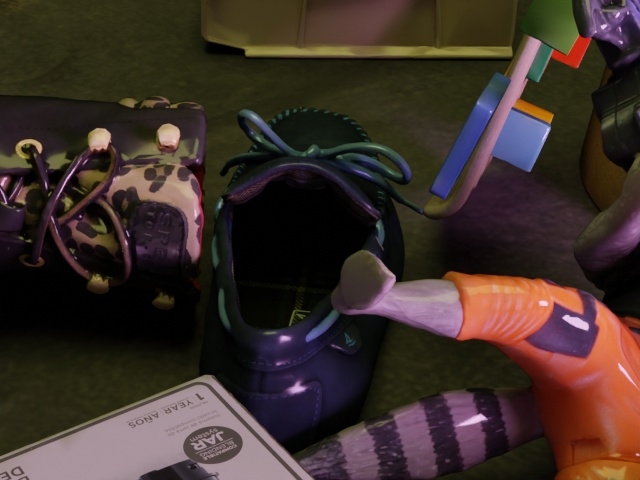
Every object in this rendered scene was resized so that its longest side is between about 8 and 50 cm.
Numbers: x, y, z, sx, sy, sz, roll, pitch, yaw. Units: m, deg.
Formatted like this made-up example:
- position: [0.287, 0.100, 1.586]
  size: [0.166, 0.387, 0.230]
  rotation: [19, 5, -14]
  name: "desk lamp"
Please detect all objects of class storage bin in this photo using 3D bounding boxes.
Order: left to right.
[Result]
- position: [0.033, -0.268, 1.356]
  size: [0.261, 0.123, 0.262]
  rotation: [1, 34, -1]
  name: "storage bin"

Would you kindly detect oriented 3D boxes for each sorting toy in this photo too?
- position: [0.139, -0.101, 1.023]
  size: [0.047, 0.196, 0.348]
  rotation: [29, 13, 4]
  name: "sorting toy"

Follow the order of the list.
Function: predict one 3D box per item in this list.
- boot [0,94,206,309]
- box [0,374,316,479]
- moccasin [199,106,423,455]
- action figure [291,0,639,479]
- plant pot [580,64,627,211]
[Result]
- position: [-0.209, -0.019, 0.910]
  size: [0.284, 0.138, 0.377]
  rotation: [3, 8, -3]
  name: "boot"
- position: [-0.043, 0.193, 0.697]
  size: [0.169, 0.087, 0.290]
  rotation: [-21, 39, -29]
  name: "box"
- position: [0.000, 0.000, 0.959]
  size: [0.138, 0.116, 0.342]
  rotation: [0, 34, -1]
  name: "moccasin"
- position: [0.142, 0.028, 0.844]
  size: [0.330, 0.178, 0.341]
  rotation: [-16, 81, -35]
  name: "action figure"
- position: [0.326, -0.163, 1.054]
  size: [0.275, 0.293, 0.274]
  rotation: [1, 34, -1]
  name: "plant pot"
